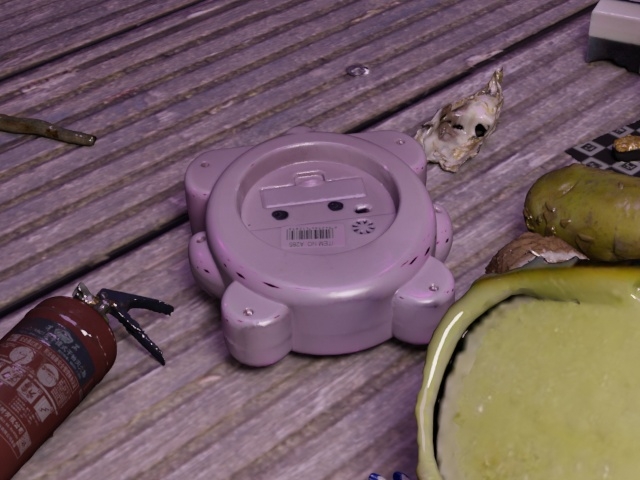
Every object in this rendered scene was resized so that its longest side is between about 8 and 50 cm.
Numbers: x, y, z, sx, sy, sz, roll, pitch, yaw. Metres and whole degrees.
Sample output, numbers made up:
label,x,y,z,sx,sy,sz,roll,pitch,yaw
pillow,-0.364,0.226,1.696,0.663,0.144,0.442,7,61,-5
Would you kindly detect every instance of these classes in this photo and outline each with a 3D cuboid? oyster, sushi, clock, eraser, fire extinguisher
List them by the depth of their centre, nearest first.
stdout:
label,x,y,z,sx,sy,sz,roll,pitch,yaw
fire extinguisher,-0.265,0.145,1.027,0.138,0.102,0.344,40,45,0
clock,0.000,0.000,1.183,0.296,0.113,0.322,-7,39,-6
sushi,0.437,-0.129,1.393,0.201,0.031,0.139,-22,42,-24
oyster,0.202,-0.151,1.436,0.200,0.061,0.106,-29,62,-27
eraser,0.595,-0.273,1.524,0.404,0.096,0.098,16,42,24

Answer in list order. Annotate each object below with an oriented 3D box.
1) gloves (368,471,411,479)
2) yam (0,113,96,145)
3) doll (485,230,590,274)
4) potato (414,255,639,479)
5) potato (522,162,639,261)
label,x,y,z,sx,sy,sz,roll,pitch,yaw
gloves,0.076,0.233,0.940,0.086,0.026,0.064,23,42,36
yam,-0.419,-0.161,1.492,0.234,0.029,0.027,11,66,15
doll,0.222,0.049,1.066,0.105,0.114,0.221,-14,6,2
potato,0.238,0.169,0.891,0.280,0.213,0.330,16,70,37
potato,0.344,-0.015,1.167,0.251,0.113,0.149,18,1,25
